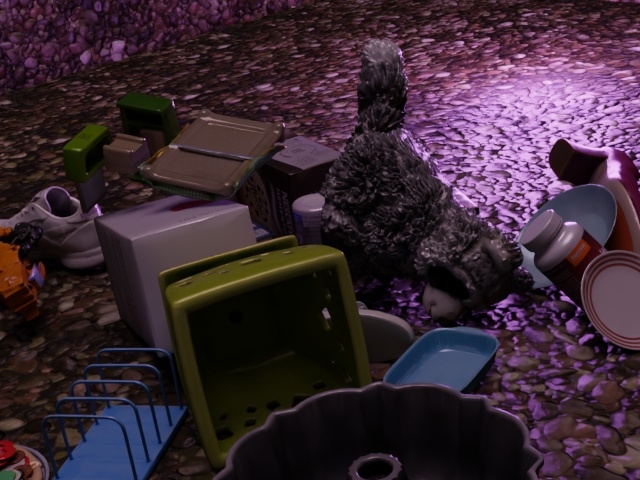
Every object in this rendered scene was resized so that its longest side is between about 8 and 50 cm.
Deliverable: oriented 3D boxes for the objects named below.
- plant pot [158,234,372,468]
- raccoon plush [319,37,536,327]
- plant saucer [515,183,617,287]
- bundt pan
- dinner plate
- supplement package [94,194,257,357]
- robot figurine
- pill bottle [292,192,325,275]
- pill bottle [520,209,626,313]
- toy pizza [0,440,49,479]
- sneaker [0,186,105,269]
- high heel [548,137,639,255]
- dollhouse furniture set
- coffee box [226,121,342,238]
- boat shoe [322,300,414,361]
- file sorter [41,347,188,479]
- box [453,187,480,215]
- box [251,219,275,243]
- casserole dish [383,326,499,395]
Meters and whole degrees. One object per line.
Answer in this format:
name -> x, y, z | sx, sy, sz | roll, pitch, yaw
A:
plant pot -> -0.083, 0.122, 1.383 | 0.227, 0.228, 0.207 | -16, 18, -16
raccoon plush -> 0.173, -0.097, 1.604 | 0.299, 0.447, 0.216 | 2, -1, 25
plant saucer -> 0.378, 0.001, 1.645 | 0.195, 0.037, 0.195 | -37, 29, 25
bundt pan -> 0.061, 0.278, 1.086 | 0.330, 0.124, 0.331 | -7, 24, 3
dinner plate -> 0.412, 0.081, 1.451 | 0.141, 0.141, 0.017 | -18, -17, -21
supplement package -> -0.208, 0.038, 1.601 | 0.177, 0.175, 0.293 | -16, 13, -19
robot figurine -> -0.548, 0.068, 1.800 | 0.211, 0.085, 0.291 | -29, 26, -3
pill bottle -> 0.000, 0.000, 1.734 | 0.078, 0.137, 0.078 | -6, 22, 3
pill bottle -> 0.355, 0.031, 1.507 | 0.086, 0.152, 0.086 | -48, 8, 9
toy pizza -> -0.434, 0.301, 1.319 | 0.201, 0.032, 0.201 | -7, 23, 3
sneaker -> -0.505, -0.034, 1.969 | 0.305, 0.152, 0.114 | 3, 27, 28
high heel -> 0.504, -0.046, 1.731 | 0.181, 0.127, 0.377 | 17, 33, -19
dollhouse furniture set -> -0.211, -0.098, 1.661 | 0.301, 0.151, 0.198 | 12, 40, 21
coffee box -> -0.064, -0.093, 1.934 | 0.118, 0.168, 0.297 | -20, 25, -25
boat shoe -> 0.031, 0.116, 1.527 | 0.227, 0.079, 0.081 | 0, 29, 27
file sorter -> -0.258, 0.220, 1.354 | 0.118, 0.105, 0.170 | -2, 24, 16
box -> 0.164, -0.039, 1.897 | 0.206, 0.036, 0.114 | -13, 23, -10
box -> -0.190, -0.010, 1.951 | 0.136, 0.037, 0.225 | -19, 27, -24
casserole dish -> 0.160, 0.171, 1.411 | 0.114, 0.037, 0.188 | 7, 28, 32
